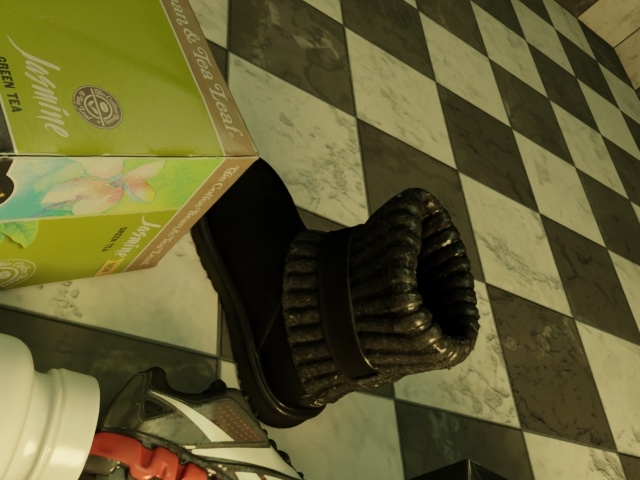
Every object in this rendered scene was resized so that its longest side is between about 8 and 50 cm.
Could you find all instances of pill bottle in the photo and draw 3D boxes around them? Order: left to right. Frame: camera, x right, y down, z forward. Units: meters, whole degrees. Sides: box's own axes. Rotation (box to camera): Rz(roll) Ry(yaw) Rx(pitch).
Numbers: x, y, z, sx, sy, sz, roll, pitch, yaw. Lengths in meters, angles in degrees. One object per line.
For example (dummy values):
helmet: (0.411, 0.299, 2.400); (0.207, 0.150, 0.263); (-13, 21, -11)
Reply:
pill bottle: (-0.272, 0.113, 0.429); (0.221, 0.124, 0.124); (23, 47, -30)

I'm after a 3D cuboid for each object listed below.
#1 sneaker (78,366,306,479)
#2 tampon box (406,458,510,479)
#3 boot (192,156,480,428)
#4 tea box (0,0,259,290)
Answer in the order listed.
sneaker: (-0.073, 0.201, 0.568); (0.276, 0.097, 0.135); (31, 45, -20)
tampon box: (0.127, 0.302, 0.630); (0.120, 0.161, 0.101); (31, 44, -21)
boot: (0.003, 0.001, 0.668); (0.131, 0.260, 0.348); (-1, 61, -44)
tea box: (-0.283, -0.145, 0.545); (0.323, 0.220, 0.329); (-7, 66, -45)
